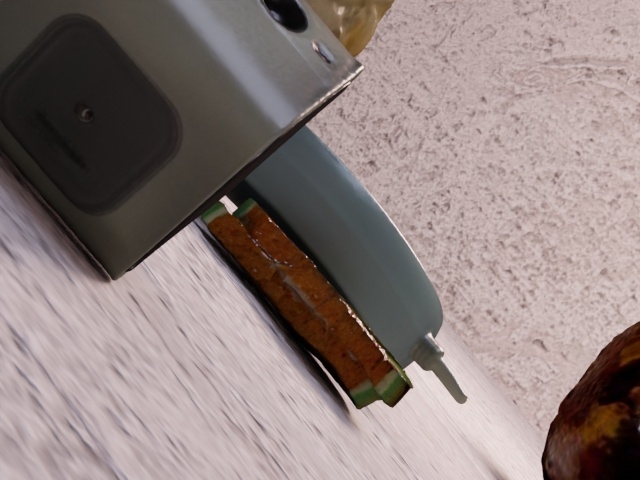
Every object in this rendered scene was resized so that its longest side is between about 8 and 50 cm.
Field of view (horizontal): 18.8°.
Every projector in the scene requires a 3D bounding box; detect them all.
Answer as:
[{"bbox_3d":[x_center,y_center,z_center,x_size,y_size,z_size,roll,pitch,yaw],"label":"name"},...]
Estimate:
[{"bbox_3d":[-0.050,-0.050,0.577,0.082,0.083,0.083,49,33,-1],"label":"projector"}]

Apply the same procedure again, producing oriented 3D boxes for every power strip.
[{"bbox_3d":[0.000,0.000,0.981,0.216,0.044,0.137,49,-12,-1],"label":"power strip"}]

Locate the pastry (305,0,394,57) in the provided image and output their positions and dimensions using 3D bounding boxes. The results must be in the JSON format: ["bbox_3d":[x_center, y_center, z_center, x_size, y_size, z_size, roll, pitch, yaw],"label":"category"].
[{"bbox_3d":[-0.074,-0.160,1.013,0.236,0.121,0.257,27,5,32],"label":"pastry"}]

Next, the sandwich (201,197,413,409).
[{"bbox_3d":[-0.002,0.033,0.882,0.135,0.029,0.067,49,1,33],"label":"sandwich"}]

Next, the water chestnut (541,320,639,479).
[{"bbox_3d":[0.328,0.162,1.343,0.335,0.335,0.347,51,-32,30],"label":"water chestnut"}]
